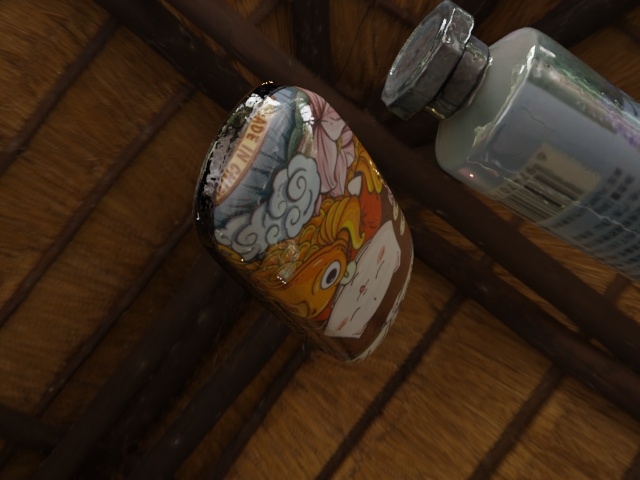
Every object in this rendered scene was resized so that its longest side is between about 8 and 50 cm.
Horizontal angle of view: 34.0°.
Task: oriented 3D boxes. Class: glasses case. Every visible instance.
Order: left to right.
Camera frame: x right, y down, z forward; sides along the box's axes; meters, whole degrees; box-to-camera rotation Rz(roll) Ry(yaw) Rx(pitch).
[{"bbox_3d":[0.000,0.000,0.772,0.082,0.321,0.122,18,-105,25],"label":"glasses case"}]

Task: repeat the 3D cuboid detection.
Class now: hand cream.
[{"bbox_3d":[0.144,0.001,0.394,0.271,0.091,0.058,30,-106,-15],"label":"hand cream"}]
